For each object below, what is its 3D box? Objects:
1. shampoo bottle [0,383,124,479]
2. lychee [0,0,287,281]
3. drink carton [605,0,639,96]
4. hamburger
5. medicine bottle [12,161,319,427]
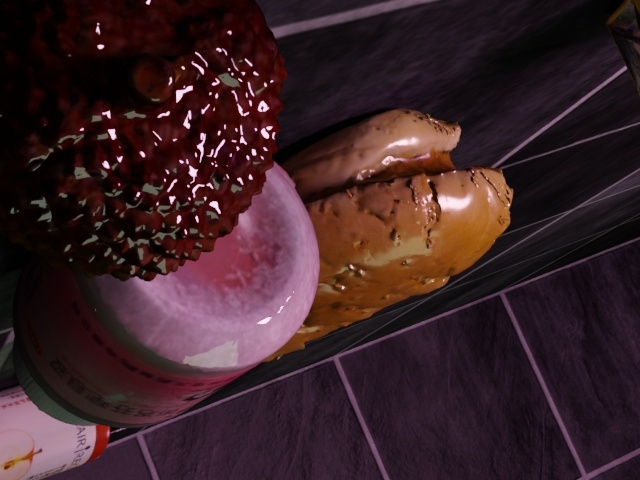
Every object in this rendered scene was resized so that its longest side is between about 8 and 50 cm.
[{"bbox_3d":[-0.301,0.201,1.279,0.104,0.104,0.278,-31,168,39],"label":"shampoo bottle"},{"bbox_3d":[-0.070,-0.046,0.415,0.123,0.123,0.129,-22,170,-6],"label":"lychee"},{"bbox_3d":[0.297,-0.164,0.791,0.199,0.075,0.084,-21,171,-4],"label":"drink carton"},{"bbox_3d":[0.000,0.000,0.827,0.262,0.124,0.131,-27,170,16],"label":"hamburger"},{"bbox_3d":[-0.109,0.038,0.723,0.147,0.147,0.247,-17,168,-33],"label":"medicine bottle"}]
